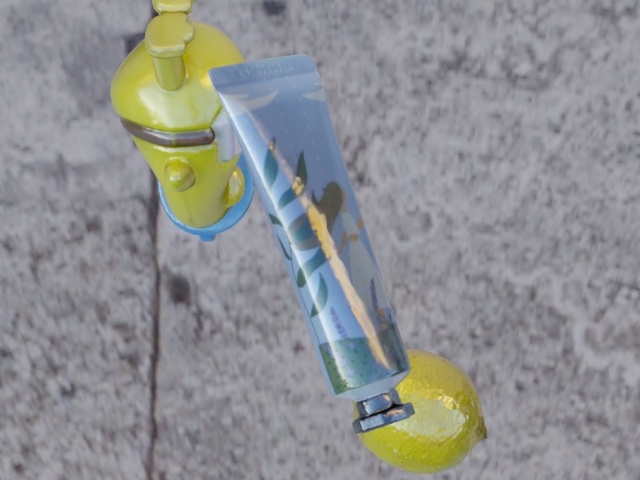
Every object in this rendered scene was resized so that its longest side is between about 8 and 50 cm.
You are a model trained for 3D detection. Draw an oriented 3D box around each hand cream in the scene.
[{"bbox_3d":[0.000,0.000,1.183,0.091,0.058,0.271,-14,82,-34],"label":"hand cream"}]

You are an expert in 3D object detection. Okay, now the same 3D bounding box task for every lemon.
[{"bbox_3d":[0.085,0.151,1.512,0.133,0.109,0.109,23,64,-5],"label":"lemon"}]

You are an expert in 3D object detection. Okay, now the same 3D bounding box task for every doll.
[{"bbox_3d":[-0.137,-0.110,1.757,0.145,0.363,0.199,4,55,7],"label":"doll"}]
